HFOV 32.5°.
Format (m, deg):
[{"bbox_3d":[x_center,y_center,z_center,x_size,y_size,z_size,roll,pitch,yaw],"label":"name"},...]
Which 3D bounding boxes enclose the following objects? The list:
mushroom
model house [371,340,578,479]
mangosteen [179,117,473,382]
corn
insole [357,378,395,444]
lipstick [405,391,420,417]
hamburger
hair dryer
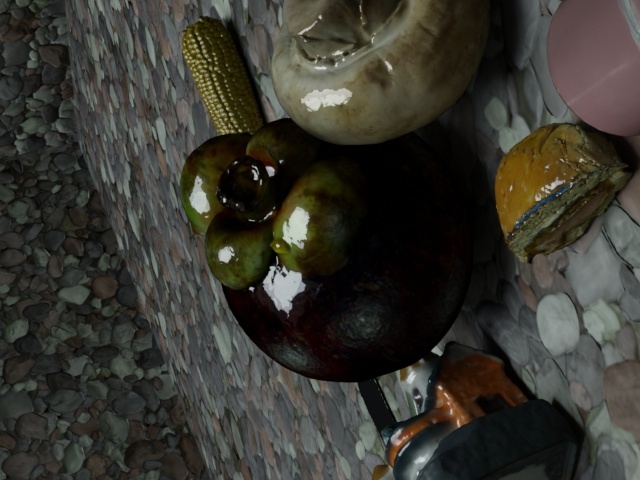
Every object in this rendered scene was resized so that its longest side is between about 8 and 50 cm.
[{"bbox_3d":[0.053,-0.216,1.101,0.255,0.184,0.255,-35,43,40],"label":"mushroom"},{"bbox_3d":[0.131,0.241,1.262,0.301,0.190,0.272,-123,24,-44],"label":"model house"},{"bbox_3d":[0.012,0.003,1.234,0.330,0.330,0.330,165,90,-71],"label":"mangosteen"},{"bbox_3d":[-0.160,-0.257,1.860,0.260,0.091,0.091,66,157,12],"label":"corn"},{"bbox_3d":[0.121,0.327,1.632,0.109,0.007,0.322,108,143,-55],"label":"insole"},{"bbox_3d":[0.148,0.268,1.443,0.051,0.051,0.312,172,84,-72],"label":"lipstick"},{"bbox_3d":[0.200,-0.056,0.998,0.176,0.087,0.102,109,140,-62],"label":"hamburger"},{"bbox_3d":[0.231,-0.266,0.752,0.210,0.125,0.353,141,123,-71],"label":"hair dryer"}]
